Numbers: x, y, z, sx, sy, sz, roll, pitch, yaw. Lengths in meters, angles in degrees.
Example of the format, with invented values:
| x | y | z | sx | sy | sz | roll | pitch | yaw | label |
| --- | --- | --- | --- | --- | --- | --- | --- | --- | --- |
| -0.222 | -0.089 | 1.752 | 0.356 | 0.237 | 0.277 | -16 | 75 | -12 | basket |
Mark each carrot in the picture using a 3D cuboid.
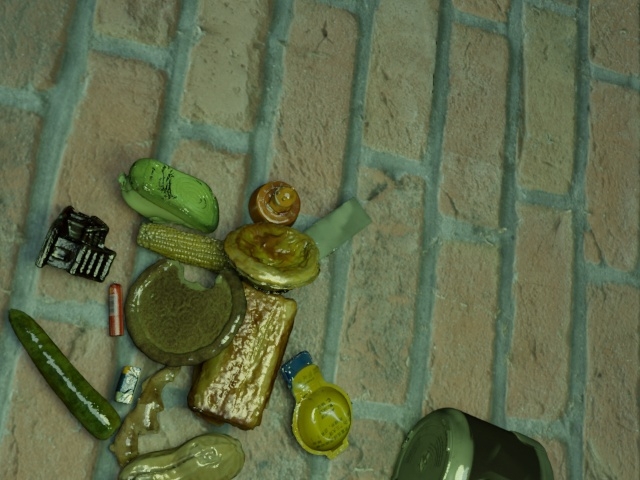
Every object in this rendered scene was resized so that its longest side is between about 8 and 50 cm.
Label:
| x | y | z | sx | sy | sz | roll | pitch | yaw | label |
| --- | --- | --- | --- | --- | --- | --- | --- | --- | --- |
| -0.572 | 0.291 | 1.601 | 0.074 | 0.074 | 0.358 | -40 | 91 | -22 | carrot |

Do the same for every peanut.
| x | y | z | sx | sy | sz | roll | pitch | yaw | label |
| --- | --- | --- | --- | --- | --- | --- | --- | --- | --- |
| -0.305 | 0.508 | 1.607 | 0.290 | 0.130 | 0.130 | -15 | 83 | -22 | peanut |

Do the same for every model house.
| x | y | z | sx | sy | sz | roll | pitch | yaw | label |
| --- | --- | --- | --- | --- | --- | --- | --- | --- | --- |
| -0.541 | 0.013 | 1.654 | 0.152 | 0.106 | 0.165 | 22 | 76 | -11 | model house |

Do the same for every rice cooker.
| x | y | z | sx | sy | sz | roll | pitch | yaw | label |
| --- | --- | --- | --- | --- | --- | --- | --- | --- | --- |
| 0.366 | 0.591 | 1.715 | 0.325 | 0.335 | 0.335 | 26 | 71 | -12 | rice cooker |

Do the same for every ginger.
| x | y | z | sx | sy | sz | roll | pitch | yaw | label |
| --- | --- | --- | --- | --- | --- | --- | --- | --- | --- |
| -0.383 | 0.375 | 1.644 | 0.089 | 0.075 | 0.288 | 25 | 74 | 12 | ginger |

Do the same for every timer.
| x | y | z | sx | sy | sz | roll | pitch | yaw | label |
| --- | --- | --- | --- | --- | --- | --- | --- | --- | --- |
| -0.098 | -0.099 | 1.803 | 0.132 | 0.152 | 0.132 | 4 | 76 | -18 | timer |

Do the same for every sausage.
| x | y | z | sx | sy | sz | roll | pitch | yaw | label |
| --- | --- | --- | --- | --- | --- | --- | --- | --- | --- |
| -0.474 | 0.157 | 1.683 | 0.034 | 0.034 | 0.129 | -2 | 78 | -19 | sausage |

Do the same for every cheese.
| x | y | z | sx | sy | sz | roll | pitch | yaw | label |
| --- | --- | --- | --- | --- | --- | --- | --- | --- | --- |
| -0.006 | 0.397 | 1.744 | 0.177 | 0.069 | 0.270 | -31 | 103 | -31 | cheese |

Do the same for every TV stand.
| x | y | z | sx | sy | sz | roll | pitch | yaw | label |
| --- | --- | --- | --- | --- | --- | --- | --- | --- | --- |
| 0.000 | 0.000 | 1.853 | 0.269 | 0.083 | 0.088 | -35 | 88 | -21 | TV stand |

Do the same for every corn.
| x | y | z | sx | sy | sz | roll | pitch | yaw | label |
| --- | --- | --- | --- | --- | --- | --- | --- | --- | --- |
| -0.297 | 0.022 | 1.747 | 0.288 | 0.086 | 0.087 | 17 | 73 | -12 | corn |

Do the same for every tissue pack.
| x | y | z | sx | sy | sz | roll | pitch | yaw | label |
| --- | --- | --- | --- | --- | --- | --- | --- | --- | --- |
| -0.436 | 0.326 | 1.641 | 0.042 | 0.062 | 0.083 | 19 | 73 | -18 | tissue pack |

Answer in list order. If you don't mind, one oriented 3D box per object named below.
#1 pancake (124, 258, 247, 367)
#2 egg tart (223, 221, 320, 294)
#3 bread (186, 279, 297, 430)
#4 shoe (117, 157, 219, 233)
| x | y | z | sx | sy | sz | roll | pitch | yaw | label |
| --- | --- | --- | --- | --- | --- | --- | --- | --- | --- |
| -0.310 | 0.152 | 1.662 | 0.286 | 0.033 | 0.288 | -38 | 65 | -2 | pancake |
| -0.112 | 0.046 | 1.687 | 0.241 | 0.106 | 0.241 | 11 | 32 | -7 | egg tart |
| -0.180 | 0.265 | 1.698 | 0.195 | 0.149 | 0.344 | 20 | 72 | 0 | bread |
| -0.356 | -0.108 | 1.733 | 0.262 | 0.128 | 0.140 | 31 | 59 | -41 | shoe |
